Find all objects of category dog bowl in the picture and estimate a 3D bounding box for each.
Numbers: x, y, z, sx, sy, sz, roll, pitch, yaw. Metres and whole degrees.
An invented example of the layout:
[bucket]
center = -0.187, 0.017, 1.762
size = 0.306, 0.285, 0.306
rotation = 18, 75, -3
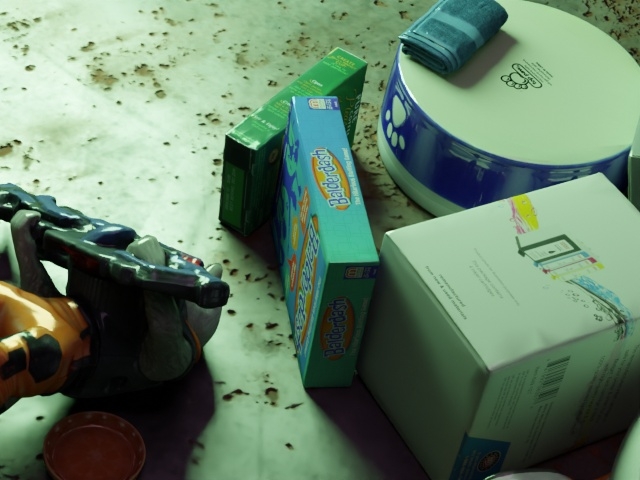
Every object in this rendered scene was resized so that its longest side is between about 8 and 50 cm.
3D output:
[dog bowl]
center = 0.194, -0.125, 1.764
size = 0.264, 0.104, 0.265
rotation = 6, 44, -6

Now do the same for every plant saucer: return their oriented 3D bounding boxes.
[plant saucer]
center = -0.185, 0.175, 1.437
size = 0.083, 0.013, 0.083
rotation = 7, 45, -7

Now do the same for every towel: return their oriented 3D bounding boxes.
[towel]
center = 0.134, -0.211, 1.741
size = 0.067, 0.029, 0.119
rotation = 30, 46, 17

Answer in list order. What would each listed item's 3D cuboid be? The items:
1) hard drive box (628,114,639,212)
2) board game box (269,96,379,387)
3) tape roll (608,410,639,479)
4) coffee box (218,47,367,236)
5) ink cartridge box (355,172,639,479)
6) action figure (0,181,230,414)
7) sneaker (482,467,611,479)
[hard drive box]
center = 0.356, -0.075, 1.685
size = 0.089, 0.181, 0.232
rotation = 6, 42, 17
[board game box]
center = 0.000, 0.000, 1.553
size = 0.047, 0.160, 0.210
rotation = -1, 45, -13
[tape roll]
center = 0.411, 0.249, 1.370
size = 0.392, 0.072, 0.392
rotation = 7, 62, -14
[coffee box]
center = -0.027, -0.096, 1.682
size = 0.040, 0.113, 0.184
rotation = 29, 47, 21
[ink cartridge box]
center = 0.177, 0.076, 1.506
size = 0.232, 0.171, 0.168
rotation = -15, 50, -27
[action figure]
center = -0.238, 0.067, 1.476
size = 0.330, 0.179, 0.341
rotation = -10, 20, -30
[sneaker]
center = 0.237, 0.248, 1.416
size = 0.262, 0.099, 0.121
rotation = -3, 65, -17
